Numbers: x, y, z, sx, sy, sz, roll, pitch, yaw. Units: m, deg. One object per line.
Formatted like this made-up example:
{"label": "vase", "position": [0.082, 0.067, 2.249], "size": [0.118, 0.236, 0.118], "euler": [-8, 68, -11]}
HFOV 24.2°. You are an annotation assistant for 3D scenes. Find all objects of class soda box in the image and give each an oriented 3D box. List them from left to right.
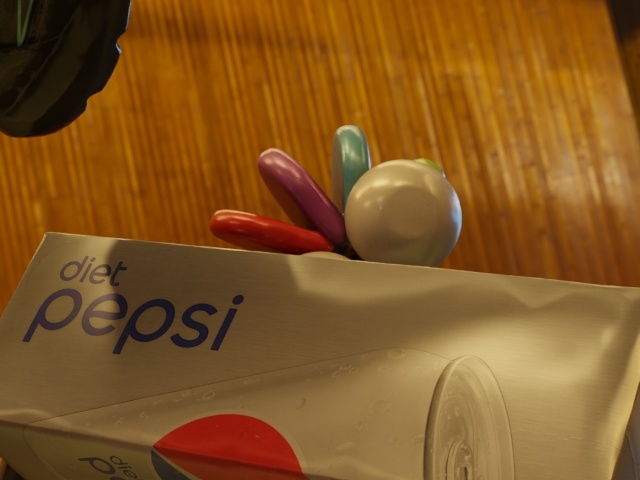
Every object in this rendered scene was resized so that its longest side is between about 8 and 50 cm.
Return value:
{"label": "soda box", "position": [-0.001, 0.069, 0.595], "size": [0.286, 0.098, 0.091], "euler": [5, -33, 30]}

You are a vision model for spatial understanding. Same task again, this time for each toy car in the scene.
{"label": "toy car", "position": [0.000, 0.000, 0.997], "size": [0.182, 0.136, 0.159], "euler": [-48, -1, -8]}

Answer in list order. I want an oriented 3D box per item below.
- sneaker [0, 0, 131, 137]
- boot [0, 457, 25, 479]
{"label": "sneaker", "position": [-0.095, -0.155, 0.545], "size": [0.106, 0.101, 0.267], "euler": [13, -62, -36]}
{"label": "boot", "position": [-0.203, 0.193, 1.100], "size": [0.112, 0.115, 0.305], "euler": [-15, -41, -22]}
